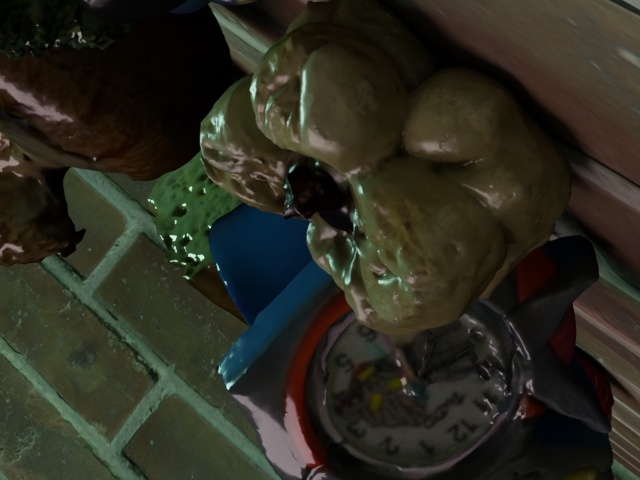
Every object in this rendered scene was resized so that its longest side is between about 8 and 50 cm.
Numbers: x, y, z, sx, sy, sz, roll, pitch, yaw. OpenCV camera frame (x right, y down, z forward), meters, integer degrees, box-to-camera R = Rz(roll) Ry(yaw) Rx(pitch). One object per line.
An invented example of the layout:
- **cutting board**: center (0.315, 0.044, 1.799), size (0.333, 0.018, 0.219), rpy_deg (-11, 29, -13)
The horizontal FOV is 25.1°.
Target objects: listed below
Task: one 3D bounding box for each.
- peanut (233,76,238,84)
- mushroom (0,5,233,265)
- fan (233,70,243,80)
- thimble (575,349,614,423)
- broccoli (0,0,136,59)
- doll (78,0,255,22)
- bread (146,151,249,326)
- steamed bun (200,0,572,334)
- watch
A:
- **peanut**: center (-0.166, -0.157, 1.518), size (0.197, 0.110, 0.233), rpy_deg (40, 172, -15)
- **mushroom**: center (-0.189, -0.131, 1.004), size (0.267, 0.254, 0.267), rpy_deg (41, 168, 11)
- **fan**: center (-0.111, -0.178, 1.629), size (0.182, 0.010, 0.310), rpy_deg (41, 175, -33)
- **thimble**: center (0.216, 0.175, 1.533), size (0.189, 0.163, 0.125), rpy_deg (22, -170, -44)
- **broccoli**: center (-0.204, -0.194, 0.797), size (0.226, 0.198, 0.176), rpy_deg (12, 123, 26)
- **doll**: center (-0.072, -0.151, 0.721), size (0.102, 0.089, 0.179), rpy_deg (39, -159, 1)
- **bread**: center (-0.005, 0.003, 1.238), size (0.252, 0.196, 0.238), rpy_deg (37, -179, -35)
- **steamed bun**: center (0.030, -0.029, 0.722), size (0.177, 0.106, 0.192), rpy_deg (42, 158, -4)
- **watch**: center (0.081, 0.059, 0.986), size (0.305, 0.241, 0.274), rpy_deg (44, -167, -25)
